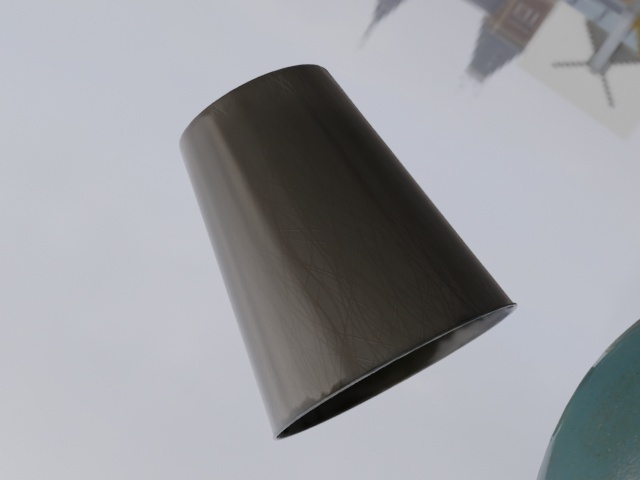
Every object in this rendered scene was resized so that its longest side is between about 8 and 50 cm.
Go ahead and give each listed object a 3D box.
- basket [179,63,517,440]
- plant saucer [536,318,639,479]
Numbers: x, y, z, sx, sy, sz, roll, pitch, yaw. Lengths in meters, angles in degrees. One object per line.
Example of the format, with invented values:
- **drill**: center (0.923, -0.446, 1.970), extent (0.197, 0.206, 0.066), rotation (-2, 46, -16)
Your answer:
- **basket**: center (0.000, 0.000, 0.894), extent (0.227, 0.204, 0.154), rotation (61, -158, 13)
- **plant saucer**: center (0.229, 0.157, 0.477), extent (0.318, 0.044, 0.317), rotation (8, -114, -18)
